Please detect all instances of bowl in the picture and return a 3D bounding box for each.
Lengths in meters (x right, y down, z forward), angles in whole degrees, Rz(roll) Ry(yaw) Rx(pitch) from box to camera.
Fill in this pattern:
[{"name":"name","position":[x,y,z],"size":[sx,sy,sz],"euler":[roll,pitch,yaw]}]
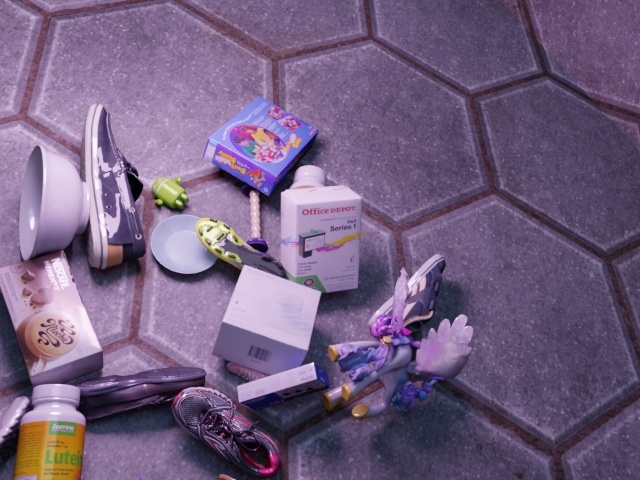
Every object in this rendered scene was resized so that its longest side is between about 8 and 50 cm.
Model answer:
[{"name":"bowl","position":[-0.679,-0.089,1.732],"size":[0.134,0.298,0.298],"euler":[6,55,-34]}]

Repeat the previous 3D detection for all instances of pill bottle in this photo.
[{"name":"pill bottle","position":[-0.039,-0.108,2.028],"size":[0.131,0.131,0.229],"euler":[12,55,-10]},{"name":"pill bottle","position":[-0.587,0.446,1.464],"size":[0.136,0.136,0.246],"euler":[4,63,-16]}]

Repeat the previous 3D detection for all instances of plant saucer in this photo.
[{"name":"plant saucer","position":[-0.379,0.017,1.892],"size":[0.195,0.037,0.195],"euler":[8,55,-12]}]

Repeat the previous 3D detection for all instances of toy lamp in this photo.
[{"name":"toy lamp","position":[-0.197,-0.091,2.001],"size":[0.080,0.080,0.275],"euler":[6,57,-14]}]

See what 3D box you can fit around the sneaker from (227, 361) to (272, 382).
[{"name":"sneaker","position":[-0.174,0.348,1.731],"size":[0.134,0.051,0.070],"euler":[9,50,-17]}]

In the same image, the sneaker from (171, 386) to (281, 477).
[{"name":"sneaker","position":[-0.213,0.447,1.580],"size":[0.299,0.112,0.121],"euler":[33,77,-2]}]

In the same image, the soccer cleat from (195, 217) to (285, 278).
[{"name":"soccer cleat","position":[-0.230,0.043,1.872],"size":[0.289,0.121,0.093],"euler":[33,64,1]}]

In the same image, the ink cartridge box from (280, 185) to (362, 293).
[{"name":"ink cartridge box","position":[0.000,0.000,1.874],"size":[0.201,0.278,0.117],"euler":[-7,22,-22]}]

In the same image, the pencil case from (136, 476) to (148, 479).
[{"name":"pencil case","position":[-0.449,0.636,1.404],"size":[0.119,0.133,0.306],"euler":[20,44,38]}]

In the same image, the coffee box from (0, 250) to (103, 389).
[{"name":"coffee box","position":[-0.660,0.192,1.634],"size":[0.168,0.119,0.297],"euler":[-18,65,-26]}]

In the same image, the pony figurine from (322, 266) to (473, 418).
[{"name":"pony figurine","position":[0.198,0.294,1.720],"size":[0.363,0.351,0.303],"euler":[-14,40,-24]}]

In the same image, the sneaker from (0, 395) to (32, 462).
[{"name":"sneaker","position":[-0.742,0.444,1.451],"size":[0.115,0.105,0.281],"euler":[26,50,9]}]

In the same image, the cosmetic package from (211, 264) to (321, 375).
[{"name":"cosmetic package","position":[-0.136,0.212,1.750],"size":[0.224,0.138,0.225],"euler":[20,37,-5]}]

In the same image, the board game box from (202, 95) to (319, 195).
[{"name":"board game box","position":[-0.177,-0.304,2.093],"size":[0.233,0.078,0.347],"euler":[30,39,4]}]

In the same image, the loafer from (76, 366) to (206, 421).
[{"name":"loafer","position":[-0.427,0.369,1.622],"size":[0.302,0.109,0.095],"euler":[-4,95,-18]}]

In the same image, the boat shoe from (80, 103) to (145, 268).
[{"name":"boat shoe","position":[-0.578,-0.155,1.861],"size":[0.156,0.187,0.500],"euler":[-3,63,-25]}]

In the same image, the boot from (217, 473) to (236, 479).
[{"name":"boot","position":[-0.197,0.686,1.481],"size":[0.220,0.109,0.283],"euler":[-36,81,-29]}]

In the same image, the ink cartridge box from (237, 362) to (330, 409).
[{"name":"ink cartridge box","position":[-0.091,0.362,1.658],"size":[0.207,0.097,0.046],"euler":[-19,60,13]}]

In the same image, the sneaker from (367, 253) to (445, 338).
[{"name":"sneaker","position":[0.283,0.179,1.949],"size":[0.127,0.126,0.321],"euler":[40,66,16]}]

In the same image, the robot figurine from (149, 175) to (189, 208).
[{"name":"robot figurine","position":[-0.440,-0.140,1.957],"size":[0.115,0.067,0.101],"euler":[36,78,7]}]
